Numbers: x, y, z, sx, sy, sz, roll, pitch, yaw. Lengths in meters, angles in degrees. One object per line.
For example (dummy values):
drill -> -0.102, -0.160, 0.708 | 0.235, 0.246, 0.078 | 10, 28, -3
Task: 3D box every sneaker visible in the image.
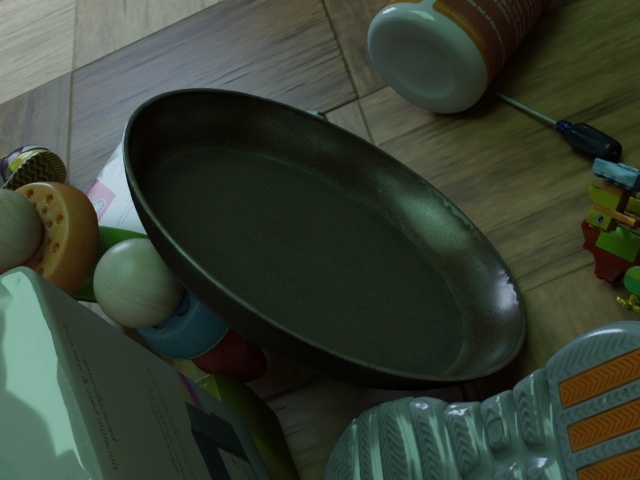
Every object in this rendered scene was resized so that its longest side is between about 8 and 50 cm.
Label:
sneaker -> 0.144, 0.139, 0.585 | 0.321, 0.180, 0.124 | -30, 59, 50
sneaker -> -0.362, -0.035, 1.121 | 0.185, 0.069, 0.084 | -38, 31, -20

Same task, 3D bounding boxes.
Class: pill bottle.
pill bottle -> 0.148, -0.230, 0.970 | 0.121, 0.121, 0.216 | 14, 55, 40

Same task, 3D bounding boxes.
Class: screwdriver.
screwdriver -> 0.192, -0.102, 0.884 | 0.025, 0.024, 0.170 | -14, 30, -27

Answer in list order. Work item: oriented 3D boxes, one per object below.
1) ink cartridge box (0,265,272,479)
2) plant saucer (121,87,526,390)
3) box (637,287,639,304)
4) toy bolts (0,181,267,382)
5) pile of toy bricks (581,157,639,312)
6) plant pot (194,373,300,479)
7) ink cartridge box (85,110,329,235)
ink cartridge box -> -0.136, 0.162, 0.527 | 0.207, 0.353, 0.119 | -28, 64, 1
plant saucer -> 0.000, 0.000, 0.730 | 0.050, 0.311, 0.310 | -58, 29, 28
box -> 0.281, 0.006, 0.521 | 0.164, 0.021, 0.201 | 15, 33, 40
toy bolts -> -0.161, 0.062, 0.754 | 0.229, 0.158, 0.218 | 0, 75, 29
pile of toy bricks -> 0.245, 0.030, 0.664 | 0.212, 0.118, 0.105 | 29, 104, 35
plant pot -> -0.074, 0.143, 0.732 | 0.082, 0.083, 0.081 | -28, 39, 0
ink cartridge box -> -0.098, -0.029, 0.926 | 0.218, 0.092, 0.158 | -1, 47, 33
